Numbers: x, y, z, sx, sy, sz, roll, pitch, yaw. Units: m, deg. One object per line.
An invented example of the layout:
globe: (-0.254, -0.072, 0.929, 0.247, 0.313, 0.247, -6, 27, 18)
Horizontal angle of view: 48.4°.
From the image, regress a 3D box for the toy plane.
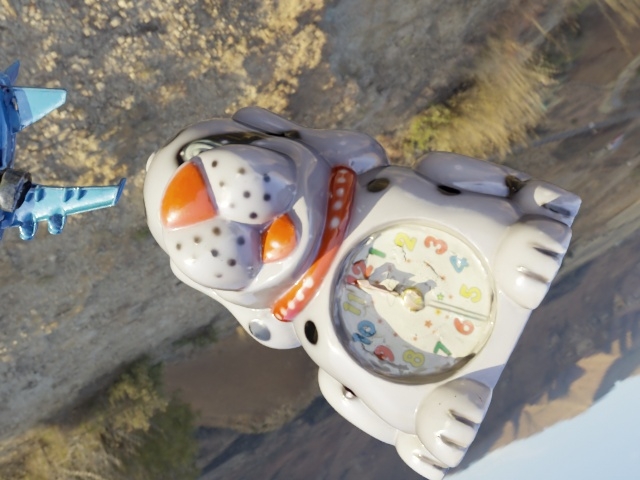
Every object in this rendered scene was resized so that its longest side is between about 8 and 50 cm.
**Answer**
toy plane: (-0.327, -0.055, 0.685, 0.105, 0.254, 0.271, -85, -161, -57)

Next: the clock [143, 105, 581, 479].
clock: (0.002, 0.001, 0.432, 0.189, 0.254, 0.189, -63, 175, -9)
